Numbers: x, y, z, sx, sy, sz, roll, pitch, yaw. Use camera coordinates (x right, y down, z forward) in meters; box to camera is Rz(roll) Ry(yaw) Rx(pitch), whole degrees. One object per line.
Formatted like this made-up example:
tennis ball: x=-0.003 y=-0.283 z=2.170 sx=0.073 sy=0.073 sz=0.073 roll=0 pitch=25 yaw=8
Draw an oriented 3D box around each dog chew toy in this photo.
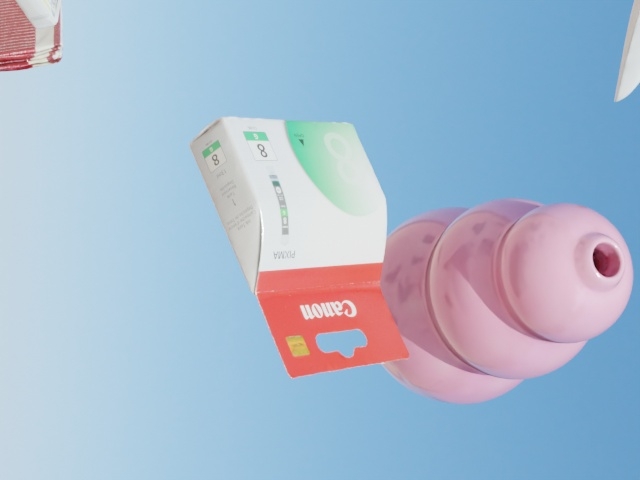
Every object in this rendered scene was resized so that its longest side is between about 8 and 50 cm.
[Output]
dog chew toy: x=0.179 y=0.049 z=1.354 sx=0.332 sy=0.206 sz=0.207 roll=-25 pitch=-116 yaw=60

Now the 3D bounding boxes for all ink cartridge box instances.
ink cartridge box: x=0.000 y=0.000 z=1.196 sx=0.056 sy=0.181 sz=0.225 roll=-37 pitch=-110 yaw=33

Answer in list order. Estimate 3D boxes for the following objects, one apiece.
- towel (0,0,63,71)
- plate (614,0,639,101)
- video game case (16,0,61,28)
towel: x=-0.528 y=-0.302 z=1.944 sx=0.237 sy=0.329 sz=0.037 roll=-104 pitch=-172 yaw=-49
plate: x=0.471 y=-0.372 z=1.912 sx=0.277 sy=0.045 sz=0.278 roll=89 pitch=17 yaw=-60
video game case: x=-0.262 y=-0.328 z=1.152 sx=0.206 sy=0.026 sz=0.227 roll=61 pitch=24 yaw=-49
